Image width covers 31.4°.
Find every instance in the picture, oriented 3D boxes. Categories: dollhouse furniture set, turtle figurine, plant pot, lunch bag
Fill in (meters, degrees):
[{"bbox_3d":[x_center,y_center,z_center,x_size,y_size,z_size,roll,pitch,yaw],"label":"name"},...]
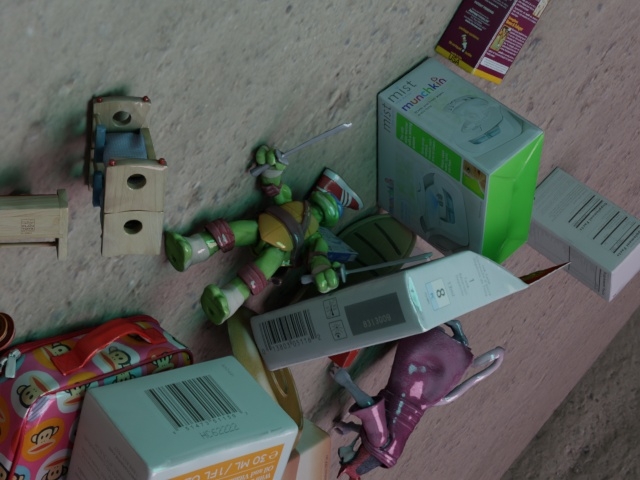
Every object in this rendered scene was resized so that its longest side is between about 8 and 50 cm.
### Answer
[{"bbox_3d":[-0.270,-0.069,1.230,0.183,0.129,0.129,-3,131,-18],"label":"dollhouse furniture set"},{"bbox_3d":[-0.053,-0.020,1.509,0.266,0.274,0.198,-31,112,-27],"label":"turtle figurine"},{"bbox_3d":[-0.076,0.202,1.699,0.032,0.236,0.236,-22,153,8],"label":"plant pot"},{"bbox_3d":[-0.304,0.211,1.474,0.293,0.120,0.258,-12,132,-51],"label":"lunch bag"}]

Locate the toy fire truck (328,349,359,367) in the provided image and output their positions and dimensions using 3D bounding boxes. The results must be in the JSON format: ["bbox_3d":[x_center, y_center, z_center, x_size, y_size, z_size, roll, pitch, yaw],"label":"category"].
[{"bbox_3d":[0.044,0.139,1.996,0.135,0.047,0.192,-2,124,-56],"label":"toy fire truck"}]

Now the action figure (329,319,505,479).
[{"bbox_3d":[0.157,0.324,2.176,0.370,0.275,0.248,-61,161,-13],"label":"action figure"}]

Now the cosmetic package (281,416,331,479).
[{"bbox_3d":[-0.127,0.426,1.964,0.296,0.129,0.153,-26,131,-40],"label":"cosmetic package"}]

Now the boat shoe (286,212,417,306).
[{"bbox_3d":[0.035,0.071,1.856,0.302,0.113,0.103,-42,172,-23],"label":"boat shoe"}]

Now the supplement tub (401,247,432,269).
[{"bbox_3d":[0.179,0.059,2.081,0.071,0.071,0.107,-51,154,-1],"label":"supplement tub"}]

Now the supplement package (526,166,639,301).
[{"bbox_3d":[0.549,-0.013,2.369,0.134,0.244,0.139,-44,152,-14],"label":"supplement package"}]

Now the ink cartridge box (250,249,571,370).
[{"bbox_3d":[0.137,0.075,1.651,0.308,0.091,0.385,-20,179,43],"label":"ink cartridge box"}]

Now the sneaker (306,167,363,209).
[{"bbox_3d":[0.020,-0.059,1.729,0.067,0.042,0.118,-54,145,-4],"label":"sneaker"}]

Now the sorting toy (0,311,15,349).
[{"bbox_3d":[-0.393,0.123,1.300,0.042,0.061,0.102,61,47,-60],"label":"sorting toy"}]

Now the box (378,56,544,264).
[{"bbox_3d":[0.209,-0.110,1.751,0.127,0.231,0.262,-38,150,-23],"label":"box"}]

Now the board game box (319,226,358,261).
[{"bbox_3d":[0.000,0.000,1.717,0.090,0.090,0.020,6,120,-58],"label":"board game box"}]

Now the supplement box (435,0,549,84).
[{"bbox_3d":[0.271,-0.343,1.730,0.104,0.081,0.188,4,120,-58],"label":"supplement box"}]

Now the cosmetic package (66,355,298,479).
[{"bbox_3d":[-0.214,0.392,1.495,0.230,0.161,0.453,-10,130,-40],"label":"cosmetic package"}]
